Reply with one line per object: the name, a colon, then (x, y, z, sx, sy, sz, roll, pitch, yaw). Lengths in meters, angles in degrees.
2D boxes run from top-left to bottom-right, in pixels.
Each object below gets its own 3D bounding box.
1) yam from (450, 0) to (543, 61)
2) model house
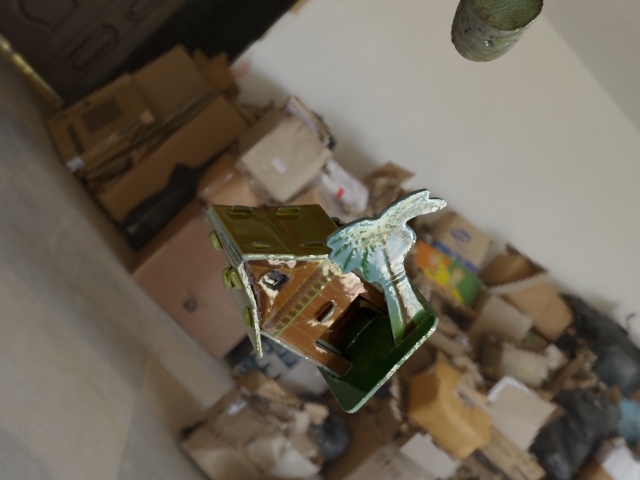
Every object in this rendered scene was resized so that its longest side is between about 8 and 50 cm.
yam: (0.251, -0.327, 1.509, 0.107, 0.107, 0.194, 47, -6, 3)
model house: (0.000, 0.000, 1.498, 0.323, 0.340, 0.300, 34, 13, -38)
